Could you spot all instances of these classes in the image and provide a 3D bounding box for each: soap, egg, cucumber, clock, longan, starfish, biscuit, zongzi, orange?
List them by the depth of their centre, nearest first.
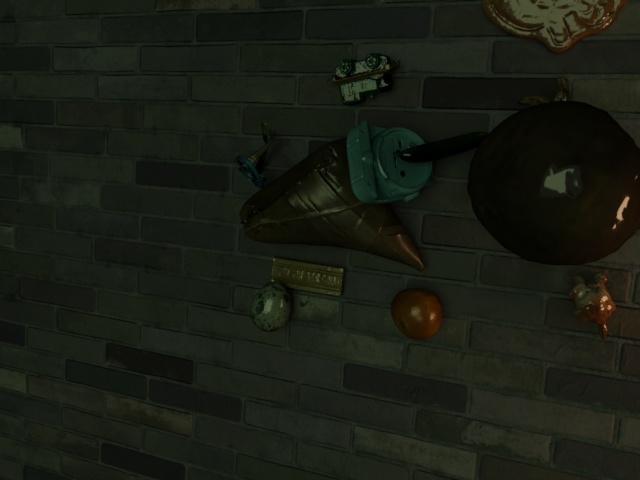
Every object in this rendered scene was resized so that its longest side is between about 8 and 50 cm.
[{"bbox_3d":[0.580,-0.135,1.443,0.405,0.436,0.403,-1,92,-18],"label":"longan"},{"bbox_3d":[0.629,-0.702,1.557,0.365,0.062,0.385,39,108,13],"label":"biscuit"},{"bbox_3d":[0.605,-0.342,1.600,0.146,0.074,0.190,48,111,5],"label":"starfish"},{"bbox_3d":[0.345,-0.255,1.651,0.285,0.056,0.056,-14,90,-15],"label":"cucumber"},{"bbox_3d":[0.211,-0.220,1.672,0.094,0.274,0.223,155,110,-63],"label":"clock"},{"bbox_3d":[0.285,0.210,1.745,0.136,0.159,0.158,-33,81,-20],"label":"orange"},{"bbox_3d":[-0.008,0.005,1.804,0.500,0.218,0.466,-31,88,24],"label":"zongzi"},{"bbox_3d":[-0.044,0.114,1.919,0.252,0.037,0.092,8,97,21],"label":"soap"},{"bbox_3d":[-0.157,0.212,1.919,0.132,0.132,0.172,24,113,18],"label":"egg"}]

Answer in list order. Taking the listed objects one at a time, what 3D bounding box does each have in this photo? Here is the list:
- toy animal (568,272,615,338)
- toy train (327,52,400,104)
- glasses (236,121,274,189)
[{"bbox_3d":[0.715,0.187,1.546,0.104,0.185,0.183,-17,89,21],"label":"toy animal"},{"bbox_3d":[0.130,-0.477,1.765,0.228,0.091,0.136,-5,104,21],"label":"toy train"},{"bbox_3d":[-0.204,-0.271,1.866,0.103,0.239,0.206,7,80,-3],"label":"glasses"}]
